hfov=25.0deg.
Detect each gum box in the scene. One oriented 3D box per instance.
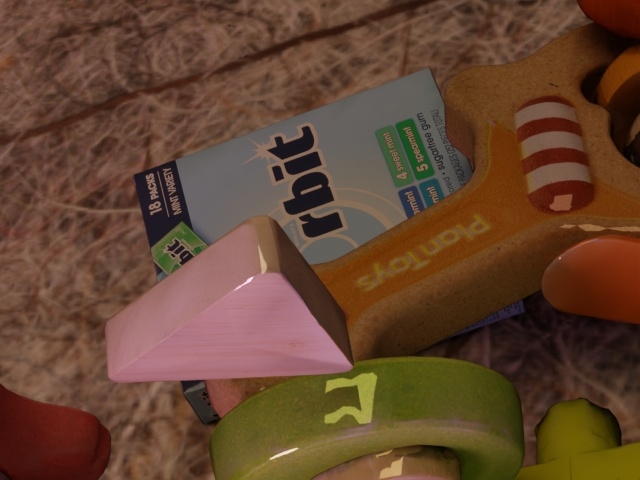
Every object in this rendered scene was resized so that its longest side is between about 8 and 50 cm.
[{"bbox_3d":[0.000,0.000,0.801,0.184,0.041,0.157,-20,53,2],"label":"gum box"}]

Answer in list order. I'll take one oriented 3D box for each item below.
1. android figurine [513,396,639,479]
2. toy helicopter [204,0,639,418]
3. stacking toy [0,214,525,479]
[{"bbox_3d":[0.148,0.144,0.573,0.248,0.056,0.273,-16,23,13],"label":"android figurine"},{"bbox_3d":[0.112,0.000,0.668,0.355,0.140,0.235,-28,49,-16],"label":"toy helicopter"},{"bbox_3d":[-0.066,0.134,0.549,0.279,0.309,0.130,-21,59,21],"label":"stacking toy"}]
